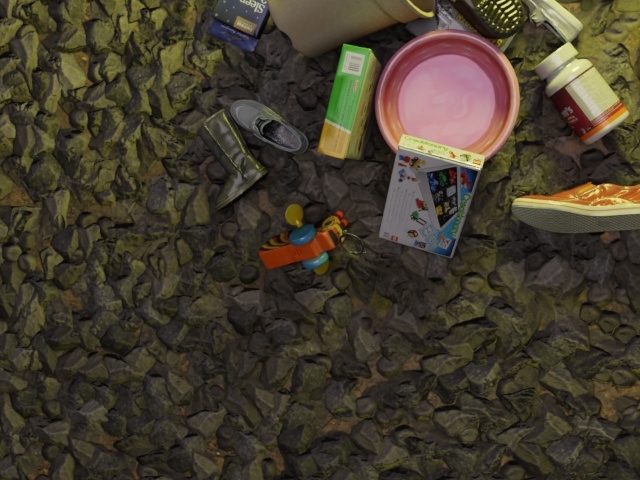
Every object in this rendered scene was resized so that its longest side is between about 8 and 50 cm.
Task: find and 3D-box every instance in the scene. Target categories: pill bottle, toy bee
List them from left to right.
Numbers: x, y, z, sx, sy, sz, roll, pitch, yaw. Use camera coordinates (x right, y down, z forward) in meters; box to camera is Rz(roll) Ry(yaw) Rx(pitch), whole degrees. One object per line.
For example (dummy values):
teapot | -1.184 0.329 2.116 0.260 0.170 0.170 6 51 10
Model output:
toy bee | 0.000 0.000 1.896 0.299 0.162 0.195 10 128 22
pill bottle | 0.605 -0.343 1.754 0.121 0.121 0.221 -37 87 11

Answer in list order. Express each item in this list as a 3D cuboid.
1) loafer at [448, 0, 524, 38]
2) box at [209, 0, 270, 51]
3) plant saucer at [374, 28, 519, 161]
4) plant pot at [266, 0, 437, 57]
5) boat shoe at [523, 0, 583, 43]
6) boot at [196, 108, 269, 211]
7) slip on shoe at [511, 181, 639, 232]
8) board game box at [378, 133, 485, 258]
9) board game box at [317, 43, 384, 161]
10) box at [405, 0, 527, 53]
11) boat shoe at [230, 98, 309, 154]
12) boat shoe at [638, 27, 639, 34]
loafer | 0.310 -0.599 1.717 0.134 0.130 0.365 -35 92 -7
box | -0.187 -0.611 1.919 0.137 0.036 0.225 26 100 7
plant saucer | 0.297 -0.323 1.771 0.333 0.084 0.331 1 95 13
plant pot | 0.052 -0.592 1.744 0.306 0.334 0.333 -25 90 30
boat shoe | 0.532 -0.536 1.785 0.184 0.066 0.063 37 99 -4
boot | -0.255 -0.206 1.946 0.190 0.076 0.208 -40 90 8
slip on shoe | 0.624 -0.085 1.789 0.332 0.123 0.101 -1 62 15
board game box | 0.256 -0.098 1.781 0.193 0.053 0.305 17 138 8
board game box | 0.079 -0.307 1.752 0.064 0.316 0.242 15 97 9
box | 0.350 -0.522 1.818 0.231 0.056 0.183 37 99 6
boat shoe | -0.133 -0.293 1.911 0.228 0.081 0.079 31 99 7
boat shoe | 0.781 -0.504 1.719 0.091 0.109 0.304 15 91 9
